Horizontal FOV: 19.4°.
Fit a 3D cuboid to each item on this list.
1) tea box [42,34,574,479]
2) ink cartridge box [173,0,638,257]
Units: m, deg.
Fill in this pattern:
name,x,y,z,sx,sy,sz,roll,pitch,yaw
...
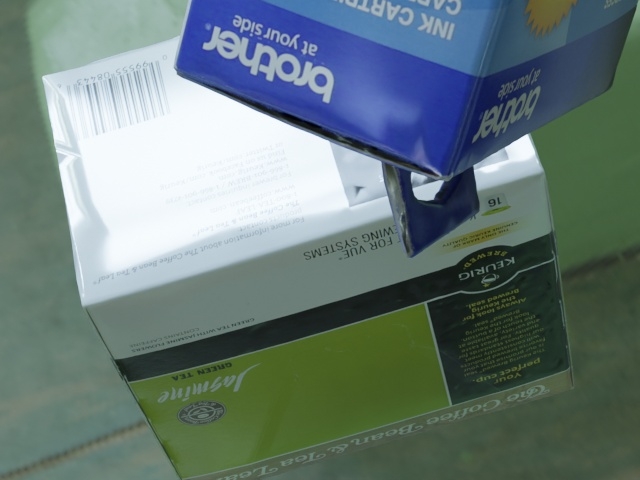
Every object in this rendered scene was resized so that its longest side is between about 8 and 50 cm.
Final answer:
name,x,y,z,sx,sy,sz,roll,pitch,yaw
tea box,0.000,0.000,1.430,0.329,0.323,0.220,-16,55,1
ink cartridge box,0.078,-0.196,0.876,0.151,0.270,0.395,24,113,18
